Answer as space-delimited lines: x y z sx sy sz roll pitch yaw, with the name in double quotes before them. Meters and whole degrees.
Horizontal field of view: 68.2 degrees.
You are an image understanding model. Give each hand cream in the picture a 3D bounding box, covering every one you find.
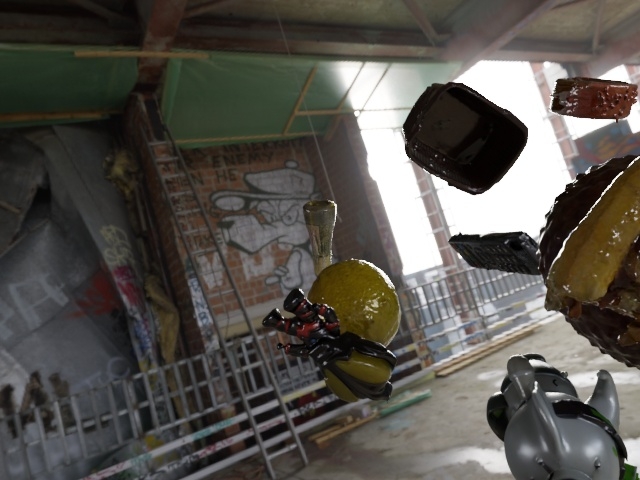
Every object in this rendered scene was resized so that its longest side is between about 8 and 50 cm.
"hand cream" 0.000 0.000 1.211 0.083 0.203 0.084 -2 23 1

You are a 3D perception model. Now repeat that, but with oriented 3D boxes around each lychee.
"lychee" 0.395 0.029 0.566 0.260 0.261 0.260 -17 -7 -2

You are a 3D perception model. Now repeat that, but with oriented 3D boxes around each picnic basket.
"picnic basket" 0.340 -0.258 1.165 0.296 0.129 0.223 22 -65 -24

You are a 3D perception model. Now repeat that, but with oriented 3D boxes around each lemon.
"lemon" 0.068 0.141 0.971 0.192 0.231 0.192 -12 -43 -12

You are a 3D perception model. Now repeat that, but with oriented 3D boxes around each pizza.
"pizza" 0.267 0.034 0.352 0.154 0.194 0.069 -51 18 -2

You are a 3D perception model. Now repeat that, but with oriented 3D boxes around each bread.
"bread" 0.555 -0.291 0.967 0.160 0.073 0.160 4 24 -2

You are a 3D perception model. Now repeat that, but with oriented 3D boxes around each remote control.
"remote control" 0.477 0.024 1.293 0.062 0.144 0.399 -44 7 -6

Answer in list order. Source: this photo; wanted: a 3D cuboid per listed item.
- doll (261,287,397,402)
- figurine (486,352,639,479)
"doll" 0.023 0.184 0.761 0.127 0.248 0.088 -28 23 53
"figurine" 0.228 0.185 0.455 0.126 0.147 0.192 -17 16 20
